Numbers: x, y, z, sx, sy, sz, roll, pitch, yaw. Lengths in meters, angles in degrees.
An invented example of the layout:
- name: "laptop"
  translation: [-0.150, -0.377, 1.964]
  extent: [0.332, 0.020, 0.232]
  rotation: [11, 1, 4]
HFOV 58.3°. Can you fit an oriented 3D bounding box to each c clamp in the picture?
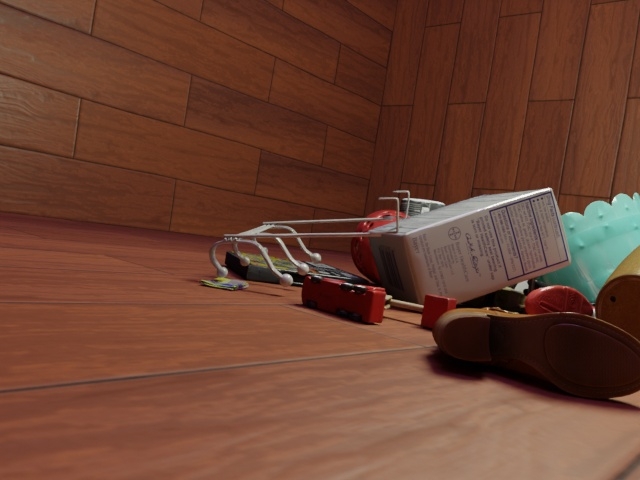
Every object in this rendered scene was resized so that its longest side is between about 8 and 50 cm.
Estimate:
- name: "c clamp"
  translation: [0.377, 0.103, 1.084]
  extent: [0.137, 0.022, 0.161]
  rotation: [-14, 32, 29]

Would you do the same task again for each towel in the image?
- name: "towel"
  translation: [-0.154, 0.069, 0.927]
  extent: [0.060, 0.009, 0.083]
  rotation: [10, 1, 10]

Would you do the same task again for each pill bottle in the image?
- name: "pill bottle"
  translation: [0.284, 0.006, 1.674]
  extent: [0.130, 0.246, 0.130]
  rotation: [7, 2, 0]

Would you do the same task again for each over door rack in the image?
- name: "over door rack"
  translation: [0.000, 0.000, 1.009]
  extent: [0.324, 0.108, 0.239]
  rotation: [-13, 5, 13]

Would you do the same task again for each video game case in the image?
- name: "video game case"
  translation: [-0.062, 0.067, 1.235]
  extent: [0.248, 0.035, 0.275]
  rotation: [9, 2, -18]

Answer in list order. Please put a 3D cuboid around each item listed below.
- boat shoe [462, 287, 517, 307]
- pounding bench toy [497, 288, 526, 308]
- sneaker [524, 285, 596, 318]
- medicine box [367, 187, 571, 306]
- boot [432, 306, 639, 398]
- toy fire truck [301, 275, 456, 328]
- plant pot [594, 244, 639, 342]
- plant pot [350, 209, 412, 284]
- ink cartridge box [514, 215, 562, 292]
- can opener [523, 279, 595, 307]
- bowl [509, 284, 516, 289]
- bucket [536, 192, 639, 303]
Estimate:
- name: "boat shoe"
  translation: [0.363, 0.120, 1.240]
  extent: [0.190, 0.068, 0.072]
  rotation: [9, 12, -13]
- name: "pounding bench toy"
  translation: [0.406, 0.131, 1.160]
  extent: [0.065, 0.052, 0.083]
  rotation: [9, 1, -40]
- name: "sneaker"
  translation: [0.368, 0.125, 0.910]
  extent: [0.221, 0.087, 0.128]
  rotation: [22, -14, -29]
- name: "medicine box"
  translation: [0.270, 0.011, 1.107]
  extent: [0.289, 0.149, 0.263]
  rotation: [-17, 5, -8]
- name: "boot"
  translation: [0.217, 0.103, 0.595]
  extent: [0.197, 0.073, 0.152]
  rotation: [12, -3, 12]
- name: "toy fire truck"
  translation: [0.080, 0.088, 0.827]
  extent: [0.135, 0.047, 0.192]
  rotation: [9, 0, -44]
- name: "plant pot"
  translation: [0.517, 0.085, 0.810]
  extent: [0.254, 0.237, 0.237]
  rotation: [-10, 11, -33]
- name: "plant pot"
  translation: [0.184, 0.030, 1.393]
  extent: [0.191, 0.191, 0.174]
  rotation: [9, 10, -14]
- name: "ink cartridge box"
  translation: [0.518, 0.039, 1.636]
  extent: [0.272, 0.130, 0.309]
  rotation: [-28, 12, -14]
- name: "can opener"
  translation: [0.479, 0.131, 1.102]
  extent: [0.186, 0.059, 0.073]
  rotation: [25, -41, 7]
- name: "bowl"
  translation: [0.381, 0.110, 1.354]
  extent: [0.170, 0.080, 0.170]
  rotation: [9, 0, 0]
- name: "bucket"
  translation: [0.586, 0.043, 1.224]
  extent: [0.281, 0.183, 0.281]
  rotation: [-16, -20, -6]
